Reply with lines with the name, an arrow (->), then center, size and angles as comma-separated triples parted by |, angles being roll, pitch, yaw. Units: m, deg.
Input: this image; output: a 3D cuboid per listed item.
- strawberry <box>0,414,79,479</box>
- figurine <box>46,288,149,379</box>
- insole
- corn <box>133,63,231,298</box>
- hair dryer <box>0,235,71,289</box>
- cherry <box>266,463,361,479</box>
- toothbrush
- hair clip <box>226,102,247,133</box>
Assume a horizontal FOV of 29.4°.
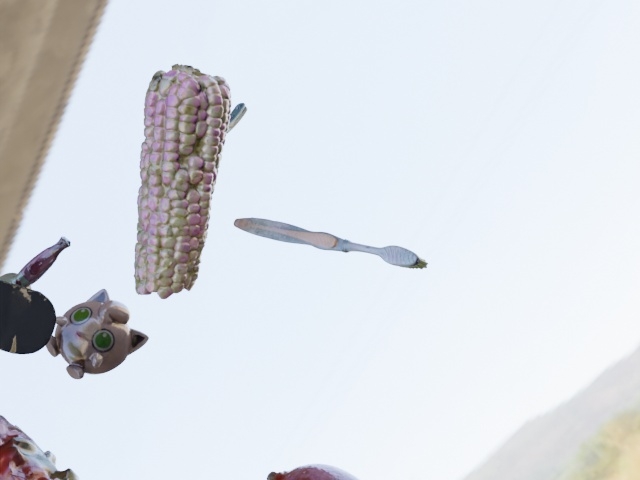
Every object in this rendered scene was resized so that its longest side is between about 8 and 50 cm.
strawberry -> -0.361, 0.385, 1.293 | 0.267, 0.312, 0.351 | -3, 42, 52
figurine -> -0.361, 0.152, 1.947 | 0.138, 0.125, 0.125 | -36, -19, -24
insole -> -0.504, 0.056, 1.547 | 0.009, 0.348, 0.119 | 146, 143, -77
corn -> -0.203, -0.084, 1.751 | 0.127, 0.127, 0.335 | 1, -85, -67
hair dryer -> -0.395, 0.044, 1.637 | 0.154, 0.054, 0.106 | -42, 0, 11
cherry -> 0.018, 0.437, 1.814 | 0.175, 0.250, 0.192 | 54, -129, -50
toothbrush -> 0.000, 0.000, 1.730 | 0.037, 0.375, 0.028 | 23, -98, -46
hair clip -> -0.178, -0.184, 1.990 | 0.229, 0.039, 0.070 | -34, -60, -62
